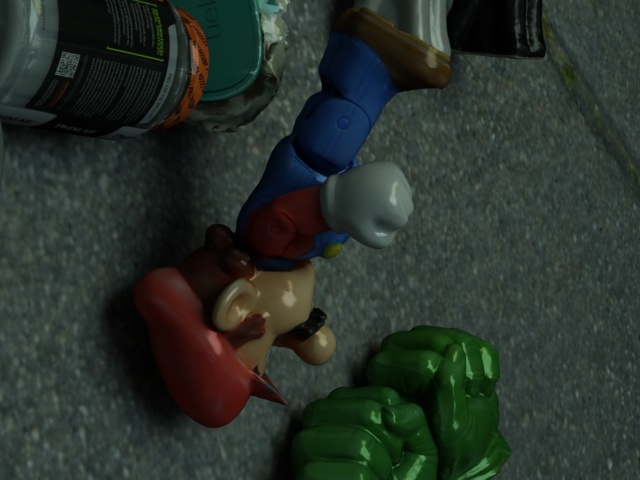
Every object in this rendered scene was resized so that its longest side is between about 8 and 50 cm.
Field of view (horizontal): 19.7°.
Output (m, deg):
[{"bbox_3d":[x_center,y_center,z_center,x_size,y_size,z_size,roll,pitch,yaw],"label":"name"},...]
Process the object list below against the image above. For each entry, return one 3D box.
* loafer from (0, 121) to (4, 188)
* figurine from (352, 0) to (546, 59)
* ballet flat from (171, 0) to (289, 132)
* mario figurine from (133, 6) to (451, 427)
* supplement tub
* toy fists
[{"bbox_3d":[-0.255,-0.015,1.140,0.087,0.094,0.251,4,78,-57],"label":"loafer"},{"bbox_3d":[0.116,-0.268,1.635,0.215,0.092,0.209,-6,103,-44],"label":"figurine"},{"bbox_3d":[-0.094,-0.278,1.415,0.147,0.147,0.409,5,81,-52],"label":"ballet flat"},{"bbox_3d":[0.000,0.000,1.345,0.320,0.170,0.198,-59,154,4],"label":"mario figurine"},{"bbox_3d":[-0.172,-0.131,1.259,0.190,0.117,0.117,8,76,-51],"label":"supplement tub"},{"bbox_3d":[0.070,0.165,1.523,0.279,0.096,0.142,-36,109,-49],"label":"toy fists"}]
